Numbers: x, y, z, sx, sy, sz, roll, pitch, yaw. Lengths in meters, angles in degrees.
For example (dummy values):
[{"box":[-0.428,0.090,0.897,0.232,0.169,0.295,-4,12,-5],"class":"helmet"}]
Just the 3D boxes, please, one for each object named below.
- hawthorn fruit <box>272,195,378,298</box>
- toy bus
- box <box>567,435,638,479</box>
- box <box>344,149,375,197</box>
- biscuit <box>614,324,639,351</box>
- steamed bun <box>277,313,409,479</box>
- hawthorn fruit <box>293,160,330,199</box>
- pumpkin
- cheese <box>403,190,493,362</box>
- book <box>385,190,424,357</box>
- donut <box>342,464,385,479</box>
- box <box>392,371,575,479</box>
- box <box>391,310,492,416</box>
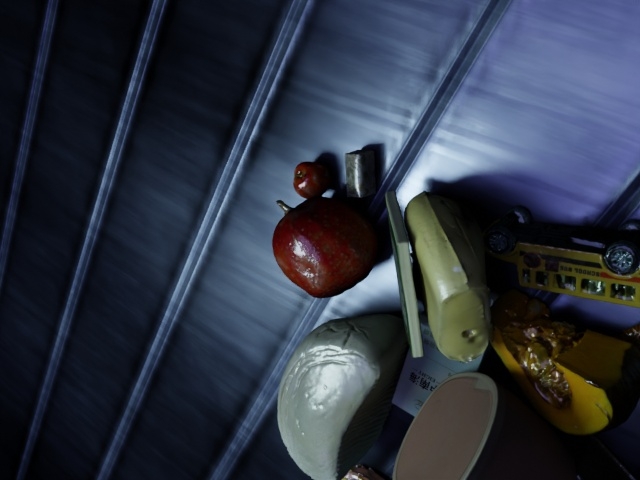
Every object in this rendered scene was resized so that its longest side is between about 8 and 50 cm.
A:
[{"box":[0.000,0.000,1.338,0.250,0.215,0.215,47,126,-1],"class":"hawthorn fruit"},{"box":[0.454,0.031,1.087,0.335,0.121,0.123,9,117,32],"class":"toy bus"},{"box":[0.475,0.536,1.216,0.184,0.143,0.273,49,127,12],"class":"box"},{"box":[0.085,-0.141,1.324,0.045,0.062,0.098,10,113,37],"class":"box"},{"box":[0.603,0.202,1.092,0.206,0.025,0.126,3,106,34],"class":"biscuit"},{"box":[0.030,0.321,1.392,0.236,0.247,0.384,27,119,23],"class":"steamed bun"},{"box":[-0.024,-0.135,1.384,0.093,0.093,0.093,11,111,32],"class":"hawthorn fruit"},{"box":[0.440,0.206,1.117,0.281,0.139,0.190,57,147,4],"class":"pumpkin"},{"box":[0.227,0.039,1.155,0.128,0.316,0.260,-6,138,1],"class":"cheese"},{"box":[0.162,0.063,1.219,0.027,0.202,0.264,-10,120,4],"class":"book"},{"box":[0.100,0.648,1.549,0.232,0.085,0.199,-9,100,37],"class":"donut"},{"box":[0.305,0.413,1.155,0.216,0.301,0.301,33,124,-7],"class":"box"},{"box":[0.257,0.278,1.334,0.155,0.067,0.243,28,119,27],"class":"box"}]
